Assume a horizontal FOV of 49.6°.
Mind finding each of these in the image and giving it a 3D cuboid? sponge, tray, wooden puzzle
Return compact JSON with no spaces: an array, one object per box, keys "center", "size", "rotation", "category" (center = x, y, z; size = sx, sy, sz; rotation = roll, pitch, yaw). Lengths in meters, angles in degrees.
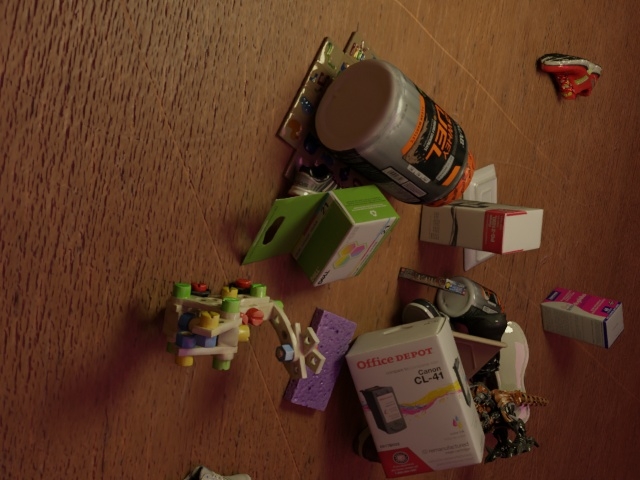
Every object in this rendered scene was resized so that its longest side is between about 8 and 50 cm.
[{"center":[0.001,0.262,1.517],"size":[0.117,0.031,0.210],"rotation":[27,82,-45],"category":"sponge"},{"center":[0.437,-0.060,1.865],"size":[0.145,0.030,0.270],"rotation":[-22,115,-38],"category":"tray"},{"center":[0.299,0.288,1.683],"size":[0.221,0.044,0.238],"rotation":[15,133,-26],"category":"wooden puzzle"}]

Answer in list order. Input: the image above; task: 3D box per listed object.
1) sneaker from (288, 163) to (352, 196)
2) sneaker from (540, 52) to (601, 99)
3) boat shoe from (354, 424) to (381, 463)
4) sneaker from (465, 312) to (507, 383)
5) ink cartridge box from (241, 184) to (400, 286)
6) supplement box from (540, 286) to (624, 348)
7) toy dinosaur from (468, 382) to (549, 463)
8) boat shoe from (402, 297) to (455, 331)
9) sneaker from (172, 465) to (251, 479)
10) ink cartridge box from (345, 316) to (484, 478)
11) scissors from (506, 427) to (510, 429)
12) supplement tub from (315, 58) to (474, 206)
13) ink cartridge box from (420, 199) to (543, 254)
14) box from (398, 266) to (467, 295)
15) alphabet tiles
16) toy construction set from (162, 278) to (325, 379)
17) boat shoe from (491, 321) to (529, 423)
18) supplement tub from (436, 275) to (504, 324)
[{"center":[0.014,-0.114,1.390],"size":[0.170,0.063,0.074],"rotation":[5,103,-41],"category":"sneaker"},{"center":[0.720,-0.466,1.991],"size":[0.279,0.107,0.118],"rotation":[0,110,-42],"category":"sneaker"},{"center":[0.199,0.456,1.718],"size":[0.257,0.095,0.095],"rotation":[-42,127,-29],"category":"boat shoe"},{"center":[0.423,0.276,1.770],"size":[0.286,0.109,0.130],"rotation":[87,-6,-59],"category":"sneaker"},{"center":[0.000,0.000,1.339],"size":[0.255,0.097,0.188],"rotation":[-12,146,-41],"category":"ink cartridge box"},{"center":[0.828,0.242,2.198],"size":[0.111,0.220,0.113],"rotation":[-37,123,-33],"category":"supplement box"},{"center":[0.500,0.492,1.933],"size":[0.322,0.218,0.164],"rotation":[-17,160,-1],"category":"toy dinosaur"},{"center":[0.285,0.229,1.740],"size":[0.091,0.114,0.302],"rotation":[-50,143,-24],"category":"boat shoe"},{"center":[-0.211,0.472,1.338],"size":[0.191,0.071,0.082],"rotation":[-3,97,-45],"category":"sneaker"},{"center":[0.212,0.349,1.540],"size":[0.306,0.226,0.131],"rotation":[70,20,-8],"category":"ink cartridge box"},{"center":[0.590,0.577,2.182],"size":[0.297,0.109,0.021],"rotation":[23,53,-68],"category":"scissors"},{"center":[0.165,-0.202,1.415],"size":[0.338,0.207,0.207],"rotation":[27,81,-46],"category":"supplement tub"},{"center":[0.385,-0.037,1.672],"size":[0.172,0.237,0.100],"rotation":[-6,102,-44],"category":"ink cartridge box"},{"center":[0.269,0.098,1.662],"size":[0.094,0.137,0.027],"rotation":[20,86,-45],"category":"box"},{"center":[0.048,-0.242,1.445],"size":[0.285,0.011,0.342],"rotation":[36,75,-44],"category":"alphabet tiles"},{"center":[-0.138,0.148,1.216],"size":[0.328,0.215,0.151],"rotation":[20,87,-46],"category":"toy construction set"},{"center":[0.557,0.390,2.057],"size":[0.109,0.091,0.304],"rotation":[-3,89,-2],"category":"boat shoe"},{"center":[0.401,0.170,1.828],"size":[0.190,0.117,0.117],"rotation":[25,83,-46],"category":"supplement tub"}]
